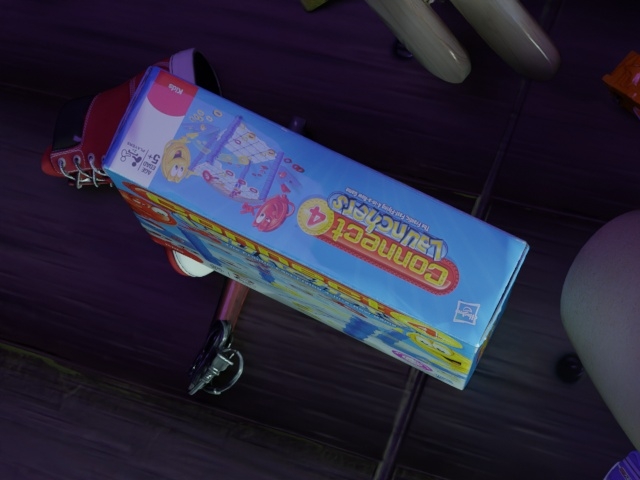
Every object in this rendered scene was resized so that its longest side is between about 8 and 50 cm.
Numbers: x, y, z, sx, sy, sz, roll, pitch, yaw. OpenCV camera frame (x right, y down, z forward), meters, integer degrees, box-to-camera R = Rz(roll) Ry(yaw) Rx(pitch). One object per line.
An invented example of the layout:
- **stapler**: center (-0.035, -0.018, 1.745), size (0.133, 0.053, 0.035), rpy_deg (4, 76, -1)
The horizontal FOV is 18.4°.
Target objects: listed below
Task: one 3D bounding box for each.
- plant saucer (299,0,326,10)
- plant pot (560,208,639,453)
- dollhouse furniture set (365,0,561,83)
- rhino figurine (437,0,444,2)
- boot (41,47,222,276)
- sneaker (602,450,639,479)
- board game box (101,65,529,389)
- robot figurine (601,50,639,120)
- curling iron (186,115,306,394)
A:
- **plant saucer**: center (0.026, -0.336, 1.828), size (0.188, 0.045, 0.188), rpy_deg (-26, 60, 38)
- **plant pot**: center (0.315, 0.087, 1.486), size (0.256, 0.256, 0.274), rpy_deg (-50, 44, -1)
- **dollhouse furniture set**: center (0.287, -0.268, 1.596), size (0.362, 0.256, 0.394), rpy_deg (-50, 24, -15)
- **rhino figurine**: center (0.149, -0.328, 1.797), size (0.106, 0.073, 0.243), rpy_deg (15, 78, 30)
- **boot**: center (-0.174, -0.050, 1.814), size (0.176, 0.088, 0.244), rpy_deg (-20, 51, 16)
- **sneaker**: center (0.296, 0.213, 1.530), size (0.170, 0.068, 0.071), rpy_deg (28, 77, 30)
- **board game box**: center (0.000, 0.000, 1.550), size (0.308, 0.302, 0.086), rpy_deg (26, 82, 7)
- **robot figurine**: center (0.386, -0.102, 1.602), size (0.291, 0.085, 0.211), rpy_deg (40, 89, 31)
- **curling iron**: center (-0.058, 0.015, 1.769), size (0.068, 0.035, 0.274), rpy_deg (-11, 56, 60)
